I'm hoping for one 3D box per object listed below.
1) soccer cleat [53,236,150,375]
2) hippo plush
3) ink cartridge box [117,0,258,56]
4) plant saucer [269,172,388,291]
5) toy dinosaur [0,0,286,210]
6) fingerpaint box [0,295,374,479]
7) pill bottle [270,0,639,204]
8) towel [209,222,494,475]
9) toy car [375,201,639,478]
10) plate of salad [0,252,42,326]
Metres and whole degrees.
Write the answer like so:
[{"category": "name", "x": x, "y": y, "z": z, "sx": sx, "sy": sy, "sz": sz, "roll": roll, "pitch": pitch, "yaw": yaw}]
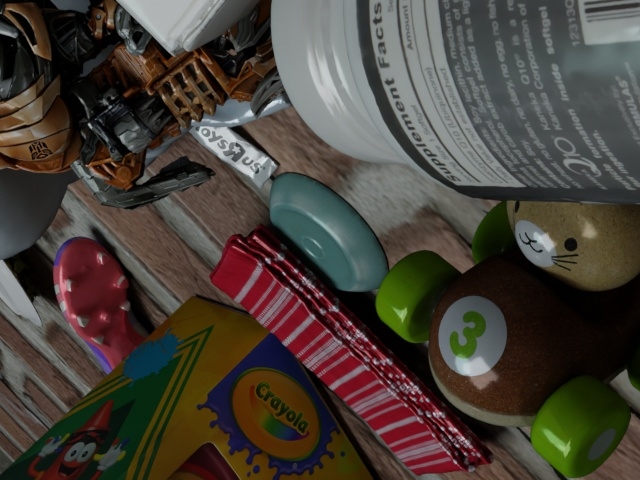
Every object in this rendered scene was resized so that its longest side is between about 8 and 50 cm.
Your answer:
[{"category": "soccer cleat", "x": -0.249, "y": 0.083, "z": 1.463, "sx": 0.095, "sy": 0.083, "sz": 0.248, "roll": 29, "pitch": 154, "yaw": 41}, {"category": "hippo plush", "x": -0.218, "y": -0.071, "z": 0.974, "sx": 0.294, "sy": 0.236, "sz": 0.234, "roll": 41, "pitch": 155, "yaw": 10}, {"category": "ink cartridge box", "x": -0.086, "y": -0.225, "z": 0.632, "sx": 0.218, "sy": 0.092, "sz": 0.158, "roll": 46, "pitch": 124, "yaw": 1}, {"category": "plant saucer", "x": 0.000, "y": 0.000, "z": 1.008, "sx": 0.119, "sy": 0.021, "sz": 0.119, "roll": 35, "pitch": 153, "yaw": 21}, {"category": "toy dinosaur", "x": -0.171, "y": -0.116, "z": 0.790, "sx": 0.164, "sy": 0.321, "sz": 0.219, "roll": -8, "pitch": 98, "yaw": 69}, {"category": "fingerpaint box", "x": -0.108, "y": 0.347, "z": 1.297, "sx": 0.163, "sy": 0.371, "sz": 0.445, "roll": 15, "pitch": 141, "yaw": 51}, {"category": "pill bottle", "x": 0.109, "y": -0.096, "z": 0.521, "sx": 0.278, "sy": 0.162, "sz": 0.162, "roll": 5, "pitch": 135, "yaw": 55}, {"category": "towel", "x": 0.015, "y": 0.103, "z": 1.107, "sx": 0.275, "sy": 0.031, "sz": 0.199, "roll": 45, "pitch": 164, "yaw": -1}, {"category": "toy car", "x": 0.127, "y": -0.002, "z": 0.685, "sx": 0.155, "sy": 0.149, "sz": 0.188, "roll": 40, "pitch": 146, "yaw": 36}, {"category": "plate of salad", "x": -0.409, "y": 0.025, "z": 1.656, "sx": 0.200, "sy": 0.048, "sz": 0.200, "roll": 47, "pitch": 161, "yaw": 21}]
